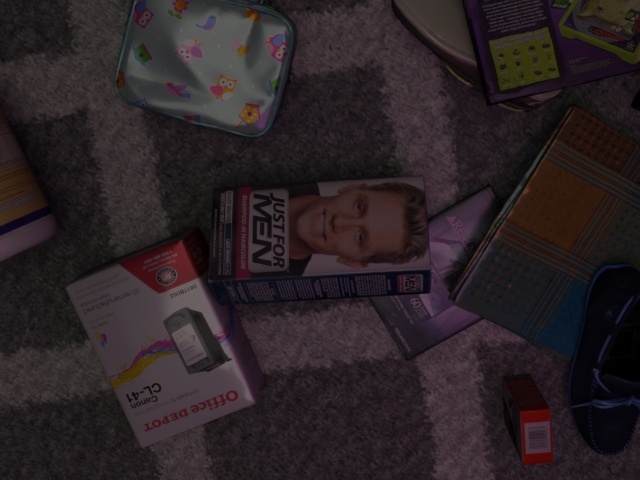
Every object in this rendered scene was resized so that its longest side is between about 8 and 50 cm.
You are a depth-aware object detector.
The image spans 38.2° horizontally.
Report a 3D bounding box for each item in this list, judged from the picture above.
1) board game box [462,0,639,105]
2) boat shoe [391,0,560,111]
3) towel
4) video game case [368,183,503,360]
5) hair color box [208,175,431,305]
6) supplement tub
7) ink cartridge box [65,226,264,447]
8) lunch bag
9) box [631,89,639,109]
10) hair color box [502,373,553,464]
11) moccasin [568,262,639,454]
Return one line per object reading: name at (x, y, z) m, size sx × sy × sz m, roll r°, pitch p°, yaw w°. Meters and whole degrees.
board game box at (0.395, -0.340, 1.374) m, size 0.347 × 0.056 × 0.208 m, roll -13°, pitch 93°, yaw 2°
boat shoe at (0.235, -0.302, 1.460) m, size 0.305 × 0.091 × 0.109 m, roll 32°, pitch 66°, yaw -4°
towel at (0.410, -0.003, 1.514) m, size 0.271 × 0.040 × 0.370 m, roll 28°, pitch 99°, yaw -17°
video game case at (0.216, 0.057, 1.569) m, size 0.274 × 0.026 × 0.196 m, roll -30°, pitch 97°, yaw 9°
hair color box at (0.000, 0.000, 1.492) m, size 0.347 × 0.105 × 0.174 m, roll -3°, pitch 64°, yaw 4°
supplement tub at (-0.598, -0.111, 1.479) m, size 0.241 × 0.241 × 0.331 m, roll -23°, pitch 98°, yaw 7°
ink cartridge box at (-0.256, 0.161, 1.564) m, size 0.226 × 0.131 × 0.306 m, roll -22°, pitch 97°, yaw 7°
lunch bag at (-0.175, -0.295, 1.487) m, size 0.279 × 0.108 × 0.224 m, roll 15°, pitch 98°, yaw 0°
box at (0.642, -0.285, 1.442) m, size 0.184 × 0.103 × 0.261 m, roll 25°, pitch 101°, yaw -4°
hair color box at (0.341, 0.294, 1.530) m, size 0.053 × 0.167 × 0.093 m, roll -5°, pitch 100°, yaw 4°
moccasin at (0.480, 0.211, 1.509) m, size 0.138 × 0.117 × 0.342 m, roll -11°, pitch 111°, yaw -12°
